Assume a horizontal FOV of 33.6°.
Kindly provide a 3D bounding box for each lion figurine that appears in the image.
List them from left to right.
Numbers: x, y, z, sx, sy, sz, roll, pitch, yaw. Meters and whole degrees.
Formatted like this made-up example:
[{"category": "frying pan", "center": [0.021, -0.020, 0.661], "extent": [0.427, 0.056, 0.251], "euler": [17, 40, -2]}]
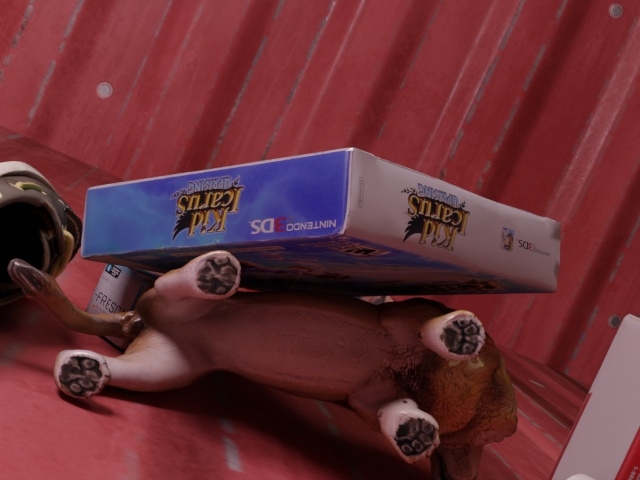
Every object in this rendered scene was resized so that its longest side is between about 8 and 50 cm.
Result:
[{"category": "lion figurine", "center": [-0.022, 0.080, 0.786], "extent": [0.392, 0.142, 0.240], "euler": [20, -4, -6]}]

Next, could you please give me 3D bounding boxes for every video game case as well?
[{"category": "video game case", "center": [0.000, 0.000, 0.794], "extent": [0.269, 0.061, 0.244], "euler": [-4, -12, 43]}]

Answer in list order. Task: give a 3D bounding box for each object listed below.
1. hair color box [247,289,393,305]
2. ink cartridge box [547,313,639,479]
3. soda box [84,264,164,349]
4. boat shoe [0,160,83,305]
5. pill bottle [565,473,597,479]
[{"category": "hair color box", "center": [0.013, 0.067, 1.023], "extent": [0.167, 0.093, 0.053], "euler": [50, -19, -23]}, {"category": "ink cartridge box", "center": [0.400, 0.220, 1.062], "extent": [0.273, 0.197, 0.114], "euler": [24, 3, -16]}, {"category": "soda box", "center": [-0.112, 0.069, 0.919], "extent": [0.058, 0.063, 0.183], "euler": [27, 4, 38]}, {"category": "boat shoe", "center": [-0.230, 0.003, 0.735], "extent": [0.091, 0.109, 0.305], "euler": [31, 2, 9]}, {"category": "pill bottle", "center": [0.193, 0.204, 0.477], "extent": [0.221, 0.121, 0.121], "euler": [26, 4, 31]}]
